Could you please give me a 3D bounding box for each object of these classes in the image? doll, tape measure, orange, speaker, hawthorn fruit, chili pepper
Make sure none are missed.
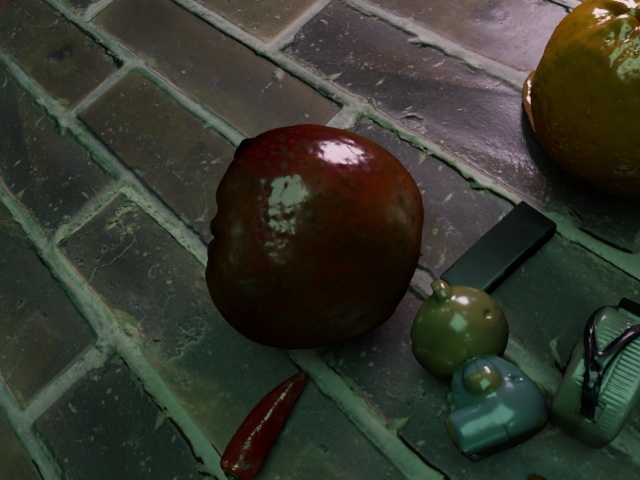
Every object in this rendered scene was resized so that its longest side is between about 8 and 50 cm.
[{"bbox_3d":[0.241,0.194,0.895,0.162,0.177,0.260,-27,59,10],"label":"doll"},{"bbox_3d":[0.424,0.174,0.839,0.115,0.207,0.235,26,75,30],"label":"tape measure"},{"bbox_3d":[0.522,-0.258,0.920,0.341,0.293,0.340,-7,66,16],"label":"orange"},{"bbox_3d":[0.325,0.028,1.038,0.218,0.044,0.082,-42,59,-8],"label":"speaker"},{"bbox_3d":[0.000,0.000,0.979,0.403,0.403,0.402,-7,61,13],"label":"hawthorn fruit"},{"bbox_3d":[-0.109,0.339,0.984,0.071,0.063,0.272,22,59,24],"label":"chili pepper"}]

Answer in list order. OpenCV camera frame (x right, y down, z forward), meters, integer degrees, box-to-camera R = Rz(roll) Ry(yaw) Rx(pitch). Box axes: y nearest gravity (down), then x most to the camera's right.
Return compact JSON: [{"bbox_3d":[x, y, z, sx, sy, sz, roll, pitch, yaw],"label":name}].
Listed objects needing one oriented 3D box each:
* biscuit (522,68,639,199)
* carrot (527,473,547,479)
[{"bbox_3d":[0.600,-0.264,1.106,0.365,0.062,0.385,-33,58,-3],"label":"biscuit"},{"bbox_3d":[0.364,0.453,0.798,0.043,0.043,0.247,-26,60,1],"label":"carrot"}]
